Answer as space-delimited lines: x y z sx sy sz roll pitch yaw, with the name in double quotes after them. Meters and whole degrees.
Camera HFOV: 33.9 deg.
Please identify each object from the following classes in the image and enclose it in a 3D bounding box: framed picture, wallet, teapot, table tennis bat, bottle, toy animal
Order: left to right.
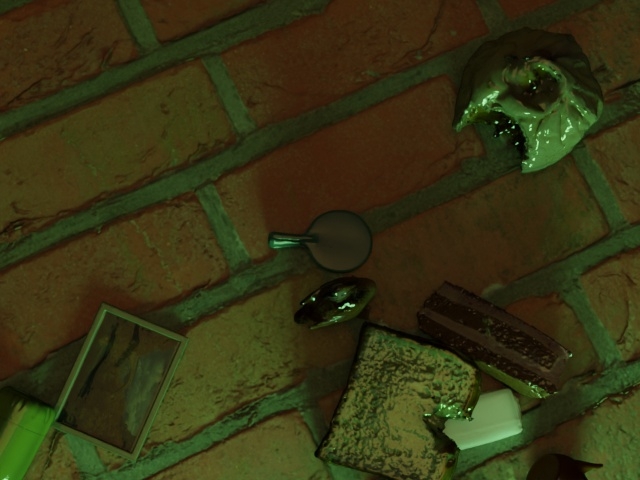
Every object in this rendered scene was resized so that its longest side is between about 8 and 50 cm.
-0.577 0.395 1.864 0.112 0.112 0.260 26 79 3 "bottle"
-0.374 0.261 1.946 0.184 0.016 0.250 23 79 3 "framed picture"
0.000 0.000 2.004 0.201 0.033 0.124 1 77 -4 "table tennis bat"
0.015 0.115 1.915 0.188 0.179 0.089 -25 77 20 "toy animal"
0.282 0.334 1.948 0.189 0.033 0.095 -15 81 -4 "wallet"
0.436 0.453 1.900 0.116 0.116 0.173 42 107 6 "teapot"

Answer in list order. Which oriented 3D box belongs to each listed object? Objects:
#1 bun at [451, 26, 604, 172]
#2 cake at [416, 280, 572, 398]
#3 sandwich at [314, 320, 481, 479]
0.401 -0.284 1.986 0.281 0.205 0.282 1 77 -3 "bun"
0.322 0.191 1.961 0.295 0.113 0.116 32 74 16 "cake"
0.150 0.305 1.897 0.248 0.095 0.273 18 79 14 "sandwich"
